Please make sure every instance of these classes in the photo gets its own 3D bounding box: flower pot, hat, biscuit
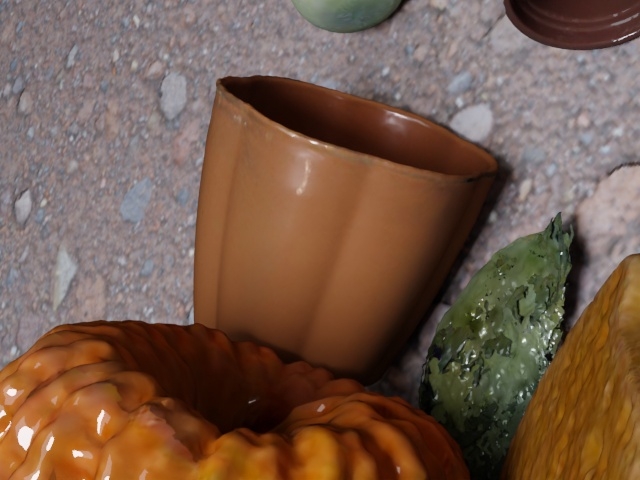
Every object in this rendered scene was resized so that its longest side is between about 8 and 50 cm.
[{"bbox_3d":[0.000,0.000,0.882,0.191,0.191,0.173,36,112,49],"label":"flower pot"},{"bbox_3d":[0.165,-0.186,0.831,0.111,0.111,0.089,-32,42,37],"label":"flower pot"},{"bbox_3d":[-0.070,0.253,0.710,0.285,0.285,0.400,11,91,50],"label":"hat"},{"bbox_3d":[0.092,0.225,0.590,0.350,0.078,0.455,134,155,-85],"label":"biscuit"}]

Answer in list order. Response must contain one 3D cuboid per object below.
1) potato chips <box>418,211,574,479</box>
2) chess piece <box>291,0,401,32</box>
[{"bbox_3d":[0.128,0.100,0.801,0.202,0.029,0.220,-34,53,38],"label":"potato chips"},{"bbox_3d":[0.009,-0.273,1.028,0.133,0.133,0.243,-28,59,39],"label":"chess piece"}]
